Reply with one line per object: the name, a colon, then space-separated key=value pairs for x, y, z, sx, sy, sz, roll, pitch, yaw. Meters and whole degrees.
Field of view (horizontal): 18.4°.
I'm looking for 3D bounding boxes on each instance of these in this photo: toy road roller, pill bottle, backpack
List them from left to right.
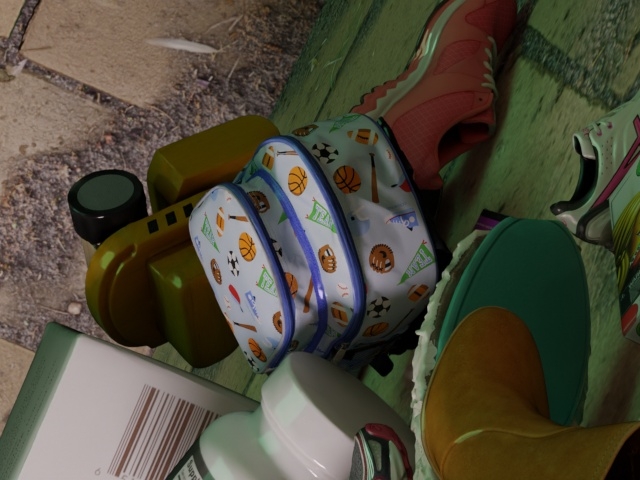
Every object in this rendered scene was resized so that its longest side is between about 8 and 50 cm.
toy road roller: x=-0.135 y=0.018 z=2.426 sx=0.240 sy=0.330 sz=0.202 roll=43 pitch=149 yaw=43
pill bottle: x=-0.072 y=0.300 z=1.938 sx=0.363 sy=0.210 sz=0.210 roll=-51 pitch=14 yaw=13
backpack: x=0.000 y=0.000 z=2.002 sx=0.213 sy=0.276 sz=0.263 roll=-23 pitch=-12 yaw=-32

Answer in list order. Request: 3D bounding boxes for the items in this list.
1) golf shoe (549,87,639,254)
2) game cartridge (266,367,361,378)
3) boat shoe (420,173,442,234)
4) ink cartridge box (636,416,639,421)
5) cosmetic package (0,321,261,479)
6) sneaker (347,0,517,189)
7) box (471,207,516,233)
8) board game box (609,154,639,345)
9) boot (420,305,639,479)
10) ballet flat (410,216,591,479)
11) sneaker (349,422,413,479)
golf shoe: x=0.254 y=-0.084 z=1.620 sx=0.186 sy=0.086 sz=0.067 roll=-66 pitch=10 yaw=-11
game cartridge: x=0.004 y=0.036 z=2.346 sx=0.196 sy=0.060 sz=0.294 roll=-167 pitch=86 yaw=-67
boat shoe: x=0.099 y=-0.002 z=2.212 sx=0.073 sy=0.080 sz=0.223 roll=-13 pitch=35 yaw=40
ink cartridge box: x=0.193 y=0.223 z=1.295 sx=0.198 sy=0.067 sz=0.115 roll=-59 pitch=14 yaw=29
cosmetic package: x=-0.222 y=0.308 z=2.358 sx=0.394 sy=0.329 sz=0.327 roll=178 pitch=115 yaw=-78
sneaker: x=0.157 y=-0.163 z=2.235 sx=0.314 sy=0.136 sz=0.116 roll=-51 pitch=-32 yaw=-27
box: x=0.152 y=0.050 z=1.957 sx=0.162 sy=0.029 sz=0.116 roll=-64 pitch=10 yaw=1
board game box: x=0.312 y=-0.083 z=1.430 sx=0.305 sy=0.053 sz=0.193 roll=-59 pitch=12 yaw=30
boot: x=0.151 y=0.143 z=1.272 sx=0.211 sy=0.104 sz=0.295 roll=-38 pitch=34 yaw=52
ballet flat: x=0.110 y=0.174 z=1.474 sx=0.147 sy=0.147 sz=0.408 roll=133 pitch=151 yaw=-58
sneaker: x=0.009 y=0.304 z=1.751 sx=0.121 sy=0.112 sz=0.299 roll=-112 pitch=38 yaw=-79
